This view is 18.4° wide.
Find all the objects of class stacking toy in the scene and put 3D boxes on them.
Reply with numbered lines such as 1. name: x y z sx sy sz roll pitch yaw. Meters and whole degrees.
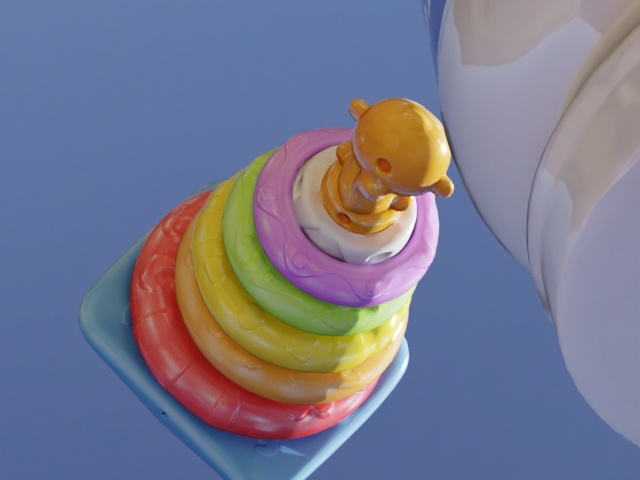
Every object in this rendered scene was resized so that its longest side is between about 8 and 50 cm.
1. stacking toy: 0.000 0.000 1.088 0.166 0.175 0.302 -44 175 -32

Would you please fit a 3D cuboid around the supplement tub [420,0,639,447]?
1. supplement tub: 0.145 -0.115 0.625 0.241 0.241 0.331 -20 -133 14
